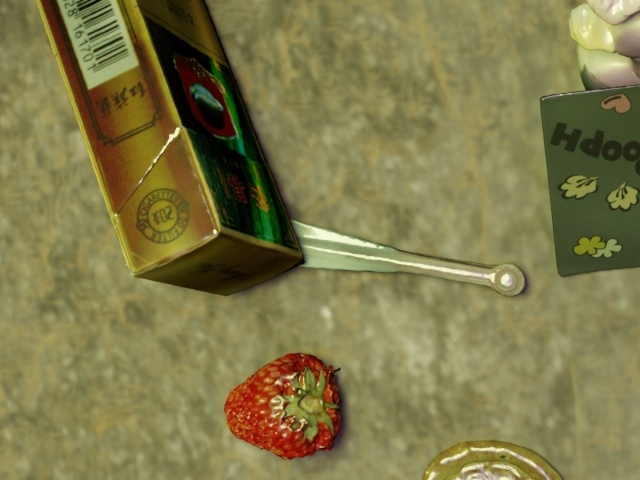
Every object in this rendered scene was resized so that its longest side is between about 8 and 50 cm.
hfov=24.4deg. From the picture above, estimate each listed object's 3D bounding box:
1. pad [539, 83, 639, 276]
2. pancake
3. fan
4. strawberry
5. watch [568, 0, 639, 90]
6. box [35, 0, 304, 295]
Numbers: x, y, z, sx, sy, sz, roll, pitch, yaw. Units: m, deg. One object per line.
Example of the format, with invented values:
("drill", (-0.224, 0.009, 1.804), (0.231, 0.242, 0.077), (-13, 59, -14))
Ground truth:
("pad", (0.263, -0.042, 0.909), (0.246, 0.170, 0.006), (-6, 49, 8))
("pancake", (0.114, 0.188, 0.982), (0.115, 0.011, 0.114), (-1, 85, 12))
("fan", (0.000, 0.000, 1.009), (0.282, 0.023, 0.057), (8, 79, 10))
("strawberry", (-0.026, 0.112, 0.991), (0.083, 0.073, 0.073), (-17, 82, 45))
("watch", (0.246, -0.204, 0.900), (0.196, 0.244, 0.231), (-2, 66, 5))
("box", (-0.101, -0.089, 0.954), (0.071, 0.159, 0.240), (-24, 77, 12))
